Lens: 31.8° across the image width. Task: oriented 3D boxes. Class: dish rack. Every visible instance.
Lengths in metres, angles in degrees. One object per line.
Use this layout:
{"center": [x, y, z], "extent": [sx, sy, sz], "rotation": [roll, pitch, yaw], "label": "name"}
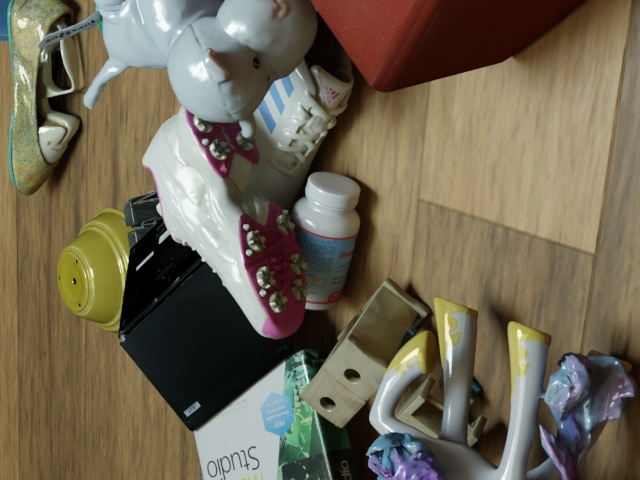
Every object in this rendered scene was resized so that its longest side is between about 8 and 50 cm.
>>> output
{"center": [-0.184, 0.021, 1.628], "extent": [0.271, 0.074, 0.208], "rotation": [-6, 95, 47], "label": "dish rack"}

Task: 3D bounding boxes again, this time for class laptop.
{"center": [-0.153, 0.072, 1.503], "extent": [0.234, 0.136, 0.264], "rotation": [-41, 34, 33], "label": "laptop"}

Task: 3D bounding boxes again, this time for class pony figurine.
{"center": [0.179, 0.268, 1.122], "extent": [0.351, 0.303, 0.363], "rotation": [18, 88, 31], "label": "pony figurine"}

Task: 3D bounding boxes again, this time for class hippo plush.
{"center": [-0.142, -0.246, 1.205], "extent": [0.236, 0.294, 0.234], "rotation": [45, 174, 35], "label": "hippo plush"}

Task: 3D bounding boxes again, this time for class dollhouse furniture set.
{"center": [0.098, 0.170, 1.326], "extent": [0.184, 0.129, 0.129], "rotation": [37, 131, 1], "label": "dollhouse furniture set"}

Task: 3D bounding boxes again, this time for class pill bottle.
{"center": [0.000, 0.000, 1.397], "extent": [0.087, 0.087, 0.160], "rotation": [37, 125, 38], "label": "pill bottle"}

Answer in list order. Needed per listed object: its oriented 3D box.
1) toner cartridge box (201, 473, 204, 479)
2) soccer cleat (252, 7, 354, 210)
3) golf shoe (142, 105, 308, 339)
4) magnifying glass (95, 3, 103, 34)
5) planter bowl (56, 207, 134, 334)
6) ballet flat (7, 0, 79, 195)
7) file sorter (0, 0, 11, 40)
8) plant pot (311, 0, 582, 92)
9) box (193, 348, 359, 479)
{"center": [-0.020, 0.368, 1.511], "extent": [0.348, 0.075, 0.165], "rotation": [42, 127, 35], "label": "toner cartridge box"}
{"center": [-0.031, -0.160, 1.375], "extent": [0.143, 0.116, 0.331], "rotation": [31, 120, 41], "label": "soccer cleat"}
{"center": [-0.116, -0.017, 1.351], "extent": [0.140, 0.115, 0.306], "rotation": [-28, 79, 35], "label": "golf shoe"}
{"center": [-0.272, -0.318, 1.688], "extent": [0.231, 0.026, 0.092], "rotation": [41, 126, 38], "label": "magnifying glass"}
{"center": [-0.367, 0.060, 1.826], "extent": [0.217, 0.090, 0.217], "rotation": [15, 110, 46], "label": "planter bowl"}
{"center": [-0.452, -0.233, 1.854], "extent": [0.123, 0.123, 0.348], "rotation": [25, 118, 43], "label": "ballet flat"}
{"center": [-0.556, -0.430, 1.914], "extent": [0.170, 0.118, 0.104], "rotation": [49, 127, 30], "label": "file sorter"}
{"center": [0.115, -0.300, 1.089], "extent": [0.267, 0.267, 0.235], "rotation": [58, 147, 22], "label": "plant pot"}
{"center": [-0.050, 0.324, 1.432], "extent": [0.232, 0.058, 0.322], "rotation": [-27, 71, 39], "label": "box"}
